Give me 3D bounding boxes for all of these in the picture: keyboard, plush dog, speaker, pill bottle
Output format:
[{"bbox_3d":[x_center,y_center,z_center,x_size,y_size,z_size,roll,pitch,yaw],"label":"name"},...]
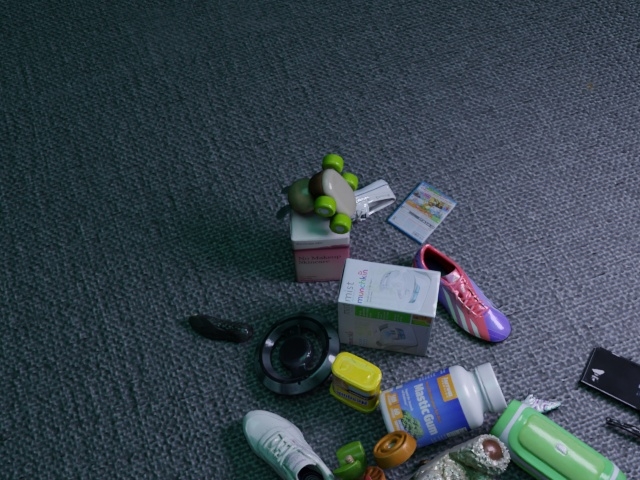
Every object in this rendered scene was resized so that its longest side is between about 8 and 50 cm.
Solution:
[{"bbox_3d":[0.784,0.402,1.919,0.317,0.033,0.201,26,59,16],"label":"keyboard"},{"bbox_3d":[0.318,0.588,1.767,0.263,0.210,0.225,-29,83,-24],"label":"plush dog"},{"bbox_3d":[0.540,0.497,1.821,0.297,0.131,0.131,34,67,19],"label":"speaker"},{"bbox_3d":[0.286,0.381,1.843,0.272,0.152,0.152,-22,61,9],"label":"pill bottle"}]

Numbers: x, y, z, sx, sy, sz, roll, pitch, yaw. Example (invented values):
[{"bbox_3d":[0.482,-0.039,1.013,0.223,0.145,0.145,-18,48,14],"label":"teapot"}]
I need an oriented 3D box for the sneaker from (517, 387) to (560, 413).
[{"bbox_3d":[0.530,0.390,1.929,0.098,0.038,0.069,-16,62,-7],"label":"sneaker"}]

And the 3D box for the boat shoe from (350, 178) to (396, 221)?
[{"bbox_3d":[0.108,-0.093,2.185,0.226,0.083,0.075,-32,64,-15],"label":"boat shoe"}]

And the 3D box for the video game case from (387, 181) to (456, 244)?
[{"bbox_3d":[0.284,-0.078,2.211,0.119,0.015,0.166,35,68,20],"label":"video game case"}]

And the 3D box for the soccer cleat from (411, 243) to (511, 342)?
[{"bbox_3d":[0.360,0.136,2.031,0.109,0.116,0.318,-38,66,-17],"label":"soccer cleat"}]

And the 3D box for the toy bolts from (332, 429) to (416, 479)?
[{"bbox_3d":[0.135,0.552,1.728,0.218,0.158,0.228,-27,15,20],"label":"toy bolts"}]

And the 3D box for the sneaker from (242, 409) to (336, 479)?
[{"bbox_3d":[-0.064,0.493,1.830,0.305,0.152,0.114,39,71,22],"label":"sneaker"}]

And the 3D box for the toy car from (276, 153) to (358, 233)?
[{"bbox_3d":[-0.021,-0.100,1.927,0.189,0.149,0.155,-10,52,29],"label":"toy car"}]

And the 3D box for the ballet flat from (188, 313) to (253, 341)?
[{"bbox_3d":[-0.259,0.226,2.052,0.173,0.057,0.049,14,22,9],"label":"ballet flat"}]

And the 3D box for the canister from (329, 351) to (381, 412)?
[{"bbox_3d":[0.085,0.341,1.897,0.126,0.170,0.073,25,65,15],"label":"canister"}]

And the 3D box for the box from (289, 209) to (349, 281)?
[{"bbox_3d":[0.000,0.000,2.053,0.149,0.232,0.126,-4,60,1],"label":"box"}]

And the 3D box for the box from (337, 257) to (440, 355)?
[{"bbox_3d":[0.163,0.165,1.941,0.231,0.262,0.126,8,62,6],"label":"box"}]

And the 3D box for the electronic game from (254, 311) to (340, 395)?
[{"bbox_3d":[-0.059,0.282,1.981,0.230,0.048,0.229,-11,52,15],"label":"electronic game"}]
